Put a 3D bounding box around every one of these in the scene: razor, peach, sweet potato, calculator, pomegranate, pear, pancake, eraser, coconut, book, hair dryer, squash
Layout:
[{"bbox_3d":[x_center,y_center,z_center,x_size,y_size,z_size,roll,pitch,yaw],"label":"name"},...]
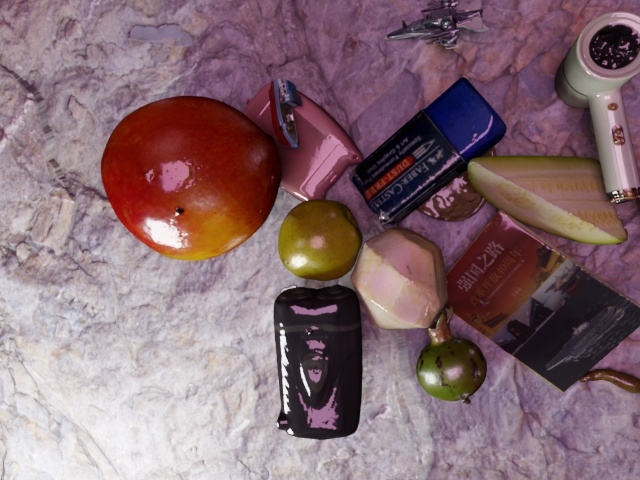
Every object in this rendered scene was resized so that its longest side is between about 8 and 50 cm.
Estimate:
[{"bbox_3d":[-0.006,0.277,1.107,0.205,0.113,0.348,0,97,8],"label":"razor"},{"bbox_3d":[-0.275,-0.145,1.082,0.389,0.388,0.387,1,95,13],"label":"peach"},{"bbox_3d":[0.659,0.310,1.067,0.153,0.038,0.041,9,74,14],"label":"sweet potato"},{"bbox_3d":[-0.071,-0.242,1.183,0.330,0.048,0.220,42,104,9],"label":"calculator"},{"bbox_3d":[0.295,0.260,1.104,0.156,0.156,0.220,-7,69,14],"label":"pomegranate"},{"bbox_3d":[0.000,-0.001,1.121,0.198,0.198,0.198,1,95,13],"label":"pear"},{"bbox_3d":[0.287,-0.160,1.108,0.242,0.050,0.241,0,91,23],"label":"pancake"},{"bbox_3d":[0.227,-0.180,1.046,0.332,0.102,0.154,-40,72,23],"label":"eraser"},{"bbox_3d":[0.172,0.094,1.073,0.198,0.237,0.236,18,101,-26],"label":"coconut"},{"bbox_3d":[0.471,0.140,1.071,0.374,0.028,0.262,36,118,7],"label":"book"},{"bbox_3d":[0.566,-0.229,0.940,0.128,0.203,0.361,-11,87,14],"label":"hair dryer"},{"bbox_3d":[0.452,-0.068,1.007,0.289,0.111,0.202,-4,70,-8],"label":"squash"}]

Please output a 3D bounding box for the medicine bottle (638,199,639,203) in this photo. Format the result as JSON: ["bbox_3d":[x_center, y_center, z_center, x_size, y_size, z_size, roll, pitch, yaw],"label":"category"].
[{"bbox_3d":[0.742,-0.043,0.965,0.135,0.135,0.215,-26,89,14],"label":"medicine bottle"}]

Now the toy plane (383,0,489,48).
[{"bbox_3d":[0.255,-0.484,1.068,0.234,0.082,0.159,0,69,12],"label":"toy plane"}]

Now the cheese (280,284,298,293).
[{"bbox_3d":[-0.053,0.246,1.209,0.163,0.071,0.248,-40,86,12],"label":"cheese"}]

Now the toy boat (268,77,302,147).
[{"bbox_3d":[-0.077,-0.296,1.125,0.059,0.069,0.172,-10,84,25],"label":"toy boat"}]
